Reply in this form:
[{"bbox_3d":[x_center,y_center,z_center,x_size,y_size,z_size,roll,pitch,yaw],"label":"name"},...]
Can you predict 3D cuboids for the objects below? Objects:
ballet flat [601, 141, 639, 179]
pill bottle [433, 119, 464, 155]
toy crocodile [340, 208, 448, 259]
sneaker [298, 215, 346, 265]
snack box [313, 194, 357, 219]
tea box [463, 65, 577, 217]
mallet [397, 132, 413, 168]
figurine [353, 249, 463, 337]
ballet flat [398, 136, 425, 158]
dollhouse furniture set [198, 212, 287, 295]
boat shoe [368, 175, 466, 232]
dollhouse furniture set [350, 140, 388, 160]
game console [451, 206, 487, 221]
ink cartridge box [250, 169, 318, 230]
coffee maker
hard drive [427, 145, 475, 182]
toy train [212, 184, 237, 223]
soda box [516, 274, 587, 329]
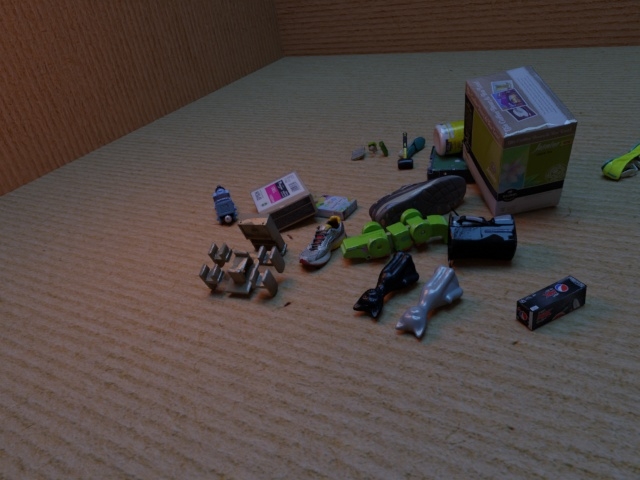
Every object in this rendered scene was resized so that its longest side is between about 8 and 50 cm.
[{"bbox_3d":[1.058,-0.266,1.755,0.230,0.077,0.077,-26,56,-20],"label":"ballet flat"},{"bbox_3d":[0.541,-0.392,1.930,0.214,0.117,0.117,-11,31,0],"label":"pill bottle"},{"bbox_3d":[0.226,-0.007,1.542,0.340,0.105,0.115,-17,28,-4],"label":"toy crocodile"},{"bbox_3d":[0.000,0.000,1.588,0.088,0.093,0.225,10,37,29],"label":"sneaker"},{"bbox_3d":[0.045,-0.119,1.823,0.141,0.037,0.100,11,38,32],"label":"snack box"},{"bbox_3d":[0.606,-0.312,1.626,0.219,0.324,0.329,-13,47,3],"label":"tea box"},{"bbox_3d":[0.351,-0.365,2.078,0.062,0.039,0.190,3,57,17],"label":"mallet"},{"bbox_3d":[0.221,0.143,1.313,0.214,0.092,0.209,20,50,39],"label":"figurine"},{"bbox_3d":[0.380,-0.392,2.161,0.052,0.057,0.168,6,33,41],"label":"ballet flat"},{"bbox_3d":[-0.203,0.063,1.546,0.212,0.161,0.242,3,55,21],"label":"dollhouse furniture set"},{"bbox_3d":[0.315,-0.143,1.697,0.355,0.133,0.130,-20,33,-18],"label":"boat shoe"},{"bbox_3d":[0.209,-0.371,2.205,0.151,0.059,0.076,-19,34,23],"label":"dollhouse furniture set"},{"bbox_3d":[0.469,-0.057,1.568,0.107,0.071,0.122,-12,32,-2],"label":"game console"},{"bbox_3d":[-0.134,-0.141,1.829,0.193,0.088,0.235,-25,33,-4],"label":"ink cartridge box"},{"bbox_3d":[0.445,0.011,1.430,0.178,0.171,0.120,1,-4,11],"label":"coffee maker"},{"bbox_3d":[0.579,-0.289,1.924,0.338,0.064,0.237,1,33,17],"label":"hard drive"},{"bbox_3d":[-0.356,-0.136,1.900,0.080,0.105,0.184,-15,32,-9],"label":"toy train"},{"bbox_3d":[0.547,0.147,1.222,0.168,0.060,0.053,-21,31,-16],"label":"soda box"}]
